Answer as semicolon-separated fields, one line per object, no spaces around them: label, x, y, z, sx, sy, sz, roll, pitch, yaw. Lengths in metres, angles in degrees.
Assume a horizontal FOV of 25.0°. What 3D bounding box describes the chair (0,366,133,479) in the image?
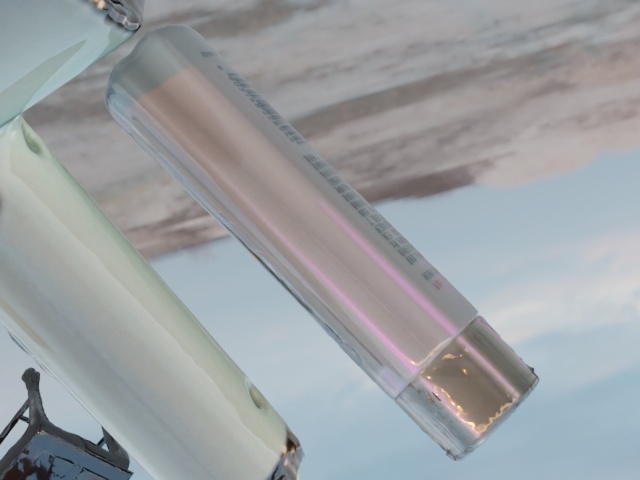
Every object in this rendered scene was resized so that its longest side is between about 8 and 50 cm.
chair;-0.233;0.235;1.258;0.113;0.106;0.229;-50;-148;14

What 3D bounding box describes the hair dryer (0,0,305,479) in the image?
hair dryer;-0.112;0.006;0.560;0.203;0.362;0.128;-31;-149;10

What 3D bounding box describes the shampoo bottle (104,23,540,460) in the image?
shampoo bottle;0.000;0.000;0.649;0.056;0.227;0.086;-45;174;2
